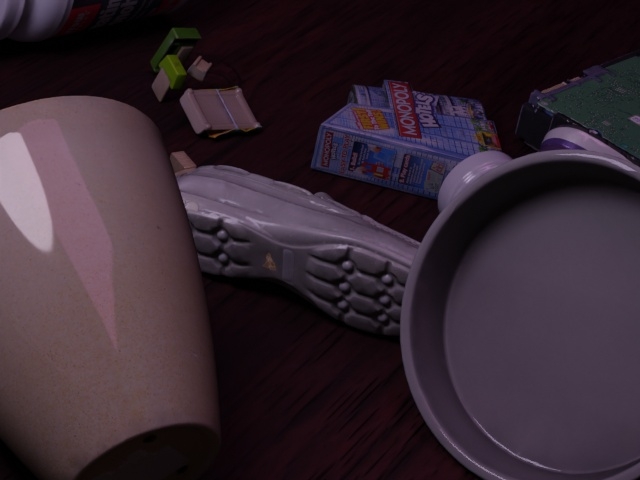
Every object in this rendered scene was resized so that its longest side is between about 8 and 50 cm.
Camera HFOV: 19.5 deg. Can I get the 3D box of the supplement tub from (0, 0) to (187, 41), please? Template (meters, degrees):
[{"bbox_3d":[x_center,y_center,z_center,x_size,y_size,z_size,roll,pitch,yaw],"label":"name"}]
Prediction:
[{"bbox_3d":[-0.281,-0.326,2.067,0.272,0.191,0.191,-19,44,-39],"label":"supplement tub"}]

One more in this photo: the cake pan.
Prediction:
[{"bbox_3d":[0.208,0.071,1.569,0.293,0.293,0.054,33,10,29],"label":"cake pan"}]

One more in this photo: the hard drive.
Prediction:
[{"bbox_3d":[0.415,-0.090,2.056,0.339,0.064,0.237,35,39,30],"label":"hard drive"}]

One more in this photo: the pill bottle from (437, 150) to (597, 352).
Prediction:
[{"bbox_3d":[0.208,0.023,1.736,0.146,0.146,0.264,-5,37,-25],"label":"pill bottle"}]

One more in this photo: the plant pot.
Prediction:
[{"bbox_3d":[-0.189,0.073,1.474,0.256,0.256,0.274,-10,56,-31],"label":"plant pot"}]

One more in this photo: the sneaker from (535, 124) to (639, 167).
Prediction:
[{"bbox_3d":[0.323,0.005,1.876,0.283,0.107,0.124,28,62,14],"label":"sneaker"}]

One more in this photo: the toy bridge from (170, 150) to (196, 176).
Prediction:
[{"bbox_3d":[-0.198,-0.051,1.826,0.188,0.026,0.063,-11,41,-32],"label":"toy bridge"}]

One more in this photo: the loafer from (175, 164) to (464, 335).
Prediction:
[{"bbox_3d":[0.000,0.000,1.735,0.319,0.112,0.111,20,42,13],"label":"loafer"}]

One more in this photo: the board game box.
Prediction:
[{"bbox_3d":[0.086,-0.114,1.987,0.194,0.060,0.194,7,33,-10],"label":"board game box"}]

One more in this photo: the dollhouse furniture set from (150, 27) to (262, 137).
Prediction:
[{"bbox_3d":[-0.134,-0.156,2.013,0.076,0.058,0.151,-6,55,-38],"label":"dollhouse furniture set"}]
